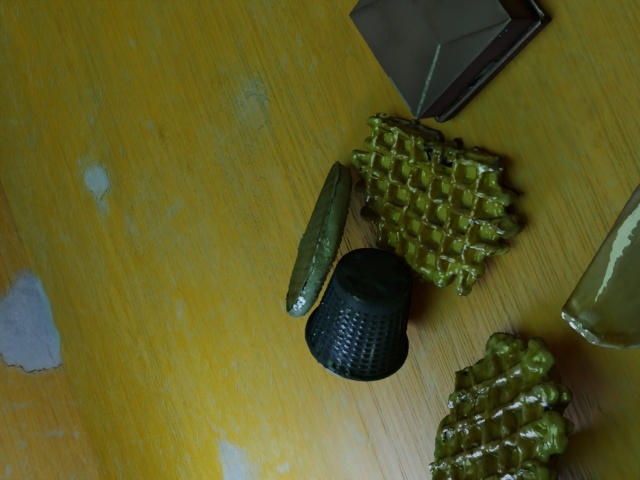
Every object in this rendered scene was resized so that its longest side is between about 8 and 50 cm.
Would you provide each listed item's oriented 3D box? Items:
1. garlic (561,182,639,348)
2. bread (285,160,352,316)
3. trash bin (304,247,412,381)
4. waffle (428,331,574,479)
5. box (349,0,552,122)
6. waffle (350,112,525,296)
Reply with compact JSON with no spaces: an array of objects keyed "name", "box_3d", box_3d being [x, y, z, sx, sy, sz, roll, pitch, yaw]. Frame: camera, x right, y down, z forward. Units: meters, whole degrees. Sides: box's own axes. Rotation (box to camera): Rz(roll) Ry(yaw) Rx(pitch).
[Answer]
[{"name":"garlic","box_3d":[0.369,0.012,0.799,0.145,0.164,0.244,52,132,48]},{"name":"bread","box_3d":[0.000,0.000,1.186,0.267,0.041,0.266,-162,90,-83]},{"name":"trash bin","box_3d":[0.071,0.107,1.131,0.175,0.175,0.161,45,142,30]},{"name":"waffle","box_3d":[0.236,0.273,0.981,0.302,0.068,0.324,-103,34,-73]},{"name":"box","box_3d":[0.164,-0.306,0.982,0.215,0.086,0.215,-45,69,45]},{"name":"waffle","box_3d":[0.167,-0.066,1.076,0.283,0.065,0.309,-34,80,50]}]
